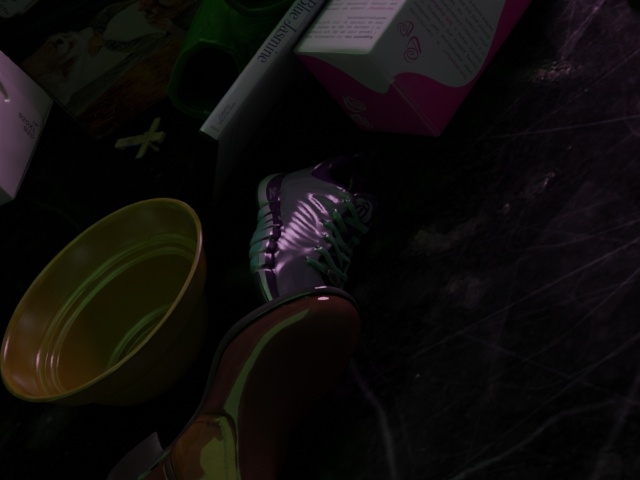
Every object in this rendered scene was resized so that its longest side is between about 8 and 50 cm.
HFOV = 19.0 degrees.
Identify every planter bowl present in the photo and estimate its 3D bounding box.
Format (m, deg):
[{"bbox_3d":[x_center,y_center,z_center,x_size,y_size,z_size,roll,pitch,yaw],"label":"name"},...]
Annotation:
[{"bbox_3d":[-0.162,0.074,1.635,0.217,0.090,0.217,-28,34,22],"label":"planter bowl"}]

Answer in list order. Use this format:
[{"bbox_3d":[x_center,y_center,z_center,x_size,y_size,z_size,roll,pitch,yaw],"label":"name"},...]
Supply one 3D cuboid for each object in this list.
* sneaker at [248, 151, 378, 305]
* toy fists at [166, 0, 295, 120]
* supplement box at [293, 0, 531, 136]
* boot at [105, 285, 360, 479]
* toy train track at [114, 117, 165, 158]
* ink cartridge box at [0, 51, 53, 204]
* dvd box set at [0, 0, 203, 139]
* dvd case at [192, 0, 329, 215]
[{"bbox_3d":[0.000,0.000,1.564,0.098,0.083,0.223,-26,35,15],"label":"sneaker"},{"bbox_3d":[-0.053,-0.235,1.788,0.279,0.096,0.142,122,169,-47],"label":"toy fists"},{"bbox_3d":[0.096,-0.209,1.674,0.114,0.111,0.220,8,57,50],"label":"supplement box"},{"bbox_3d":[-0.035,0.186,1.368,0.264,0.096,0.280,-39,33,4],"label":"boot"},{"bbox_3d":[-0.179,-0.098,1.927,0.083,0.014,0.048,-4,55,52],"label":"toy train track"},{"bbox_3d":[-0.445,-0.117,2.080,0.233,0.171,0.168,-21,38,31],"label":"ink cartridge box"},{"bbox_3d":[-0.147,-0.306,1.865,0.420,0.307,0.062,-31,41,16],"label":"dvd box set"},{"bbox_3d":[-0.036,-0.152,1.728,0.253,0.022,0.180,-56,-7,-20],"label":"dvd case"}]
